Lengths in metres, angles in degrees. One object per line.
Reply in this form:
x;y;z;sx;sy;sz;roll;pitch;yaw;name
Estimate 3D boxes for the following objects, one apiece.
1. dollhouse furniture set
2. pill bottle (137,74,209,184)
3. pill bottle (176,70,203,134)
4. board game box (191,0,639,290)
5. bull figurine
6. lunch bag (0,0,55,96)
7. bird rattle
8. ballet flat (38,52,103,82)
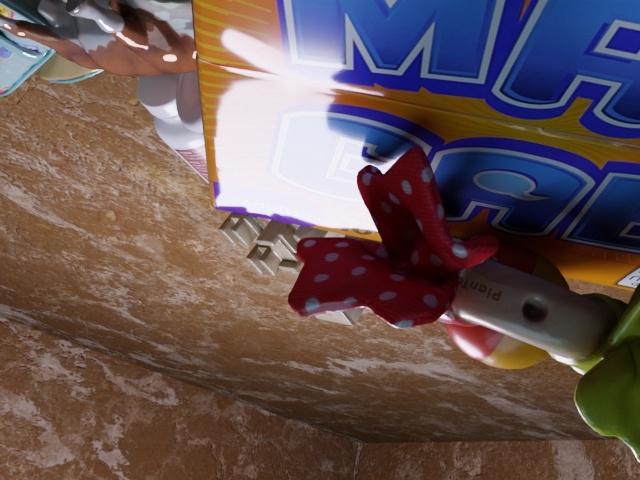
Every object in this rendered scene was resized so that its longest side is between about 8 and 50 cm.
0.000;0.000;1.228;0.212;0.161;0.242;4;142;50;dollhouse furniture set
-0.140;-0.151;0.971;0.121;0.121;0.216;-2;153;26;pill bottle
-0.030;-0.164;0.858;0.245;0.137;0.136;12;158;-34;pill bottle
0.140;-0.214;0.436;0.356;0.357;0.356;11;156;-1;board game box
-0.182;-0.216;0.703;0.310;0.101;0.188;6;174;41;bull figurine
-0.432;-0.287;0.812;0.224;0.108;0.279;-14;145;43;lunch bag
0.108;0.045;0.444;0.253;0.143;0.207;12;174;5;bird rattle
-0.250;-0.247;0.878;0.232;0.080;0.073;-7;141;16;ballet flat
